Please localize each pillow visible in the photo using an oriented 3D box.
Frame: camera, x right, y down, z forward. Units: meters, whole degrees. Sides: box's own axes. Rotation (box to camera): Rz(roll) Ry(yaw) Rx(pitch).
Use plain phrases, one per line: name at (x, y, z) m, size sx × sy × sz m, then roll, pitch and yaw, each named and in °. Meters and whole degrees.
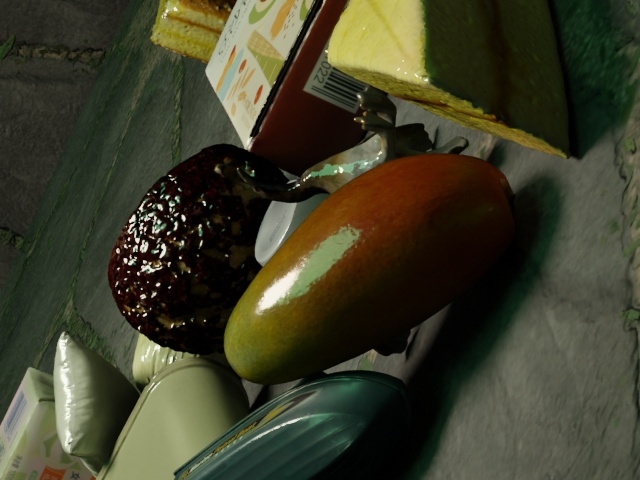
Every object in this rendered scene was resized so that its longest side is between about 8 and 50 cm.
pillow at (-0.239, 0.222, 1.883) m, size 0.254 × 0.078 × 0.144 m, roll 63°, pitch -159°, yaw -56°

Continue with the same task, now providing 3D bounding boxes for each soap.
soap at (-0.318, 0.290, 2.069) m, size 0.199 × 0.182 × 0.138 m, roll -64°, pitch 20°, yaw 3°

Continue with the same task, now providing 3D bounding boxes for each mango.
mango at (0.034, 0.028, 1.387) m, size 0.289 × 0.129 × 0.146 m, roll -40°, pitch 29°, yaw 9°

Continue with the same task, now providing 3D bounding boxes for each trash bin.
trash bin at (-0.144, 0.274, 1.704) m, size 0.243 × 0.121 × 0.247 m, roll -61°, pitch 21°, yaw 14°

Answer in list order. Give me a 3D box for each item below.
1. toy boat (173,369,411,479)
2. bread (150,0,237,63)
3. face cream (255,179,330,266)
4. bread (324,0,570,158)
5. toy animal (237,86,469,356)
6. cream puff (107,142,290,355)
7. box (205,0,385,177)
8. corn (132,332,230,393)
toy boat at (-0.018, 0.189, 1.452) m, size 0.296 × 0.114 × 0.122 m, roll -40°, pitch 13°, yaw 41°
bread at (-0.131, -0.349, 2.355) m, size 0.234 × 0.184 × 0.110 m, roll -87°, pitch 22°, yaw -48°
face cream at (0.000, 0.000, 1.659) m, size 0.117 × 0.104 × 0.117 m, roll -52°, pitch 22°, yaw 32°
bread at (0.139, -0.183, 1.418) m, size 0.163 × 0.168 × 0.264 m, roll -64°, pitch 21°, yaw 2°
toy animal at (0.031, -0.067, 1.518) m, size 0.272 × 0.197 × 0.160 m, roll -76°, pitch 11°, yaw -48°
cream puff at (-0.108, 0.020, 1.773) m, size 0.239 × 0.165 × 0.239 m, roll -41°, pitch -25°, yaw -24°
box at (0.007, -0.283, 1.973) m, size 0.344 × 0.122 × 0.385 m, roll -62°, pitch 18°, yaw 12°
corn at (-0.139, 0.050, 1.956) m, size 0.123 × 0.122 × 0.305 m, roll 99°, pitch -177°, yaw -63°
